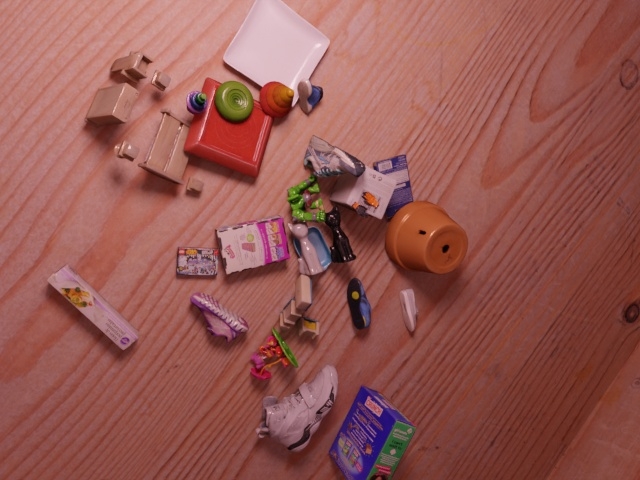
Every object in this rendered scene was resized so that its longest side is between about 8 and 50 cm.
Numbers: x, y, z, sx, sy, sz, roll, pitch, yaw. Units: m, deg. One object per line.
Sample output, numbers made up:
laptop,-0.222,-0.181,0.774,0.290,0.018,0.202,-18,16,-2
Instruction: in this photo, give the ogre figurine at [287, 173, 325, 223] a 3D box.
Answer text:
ogre figurine,-0.054,-0.143,1.508,0.118,0.097,0.196,-13,81,4

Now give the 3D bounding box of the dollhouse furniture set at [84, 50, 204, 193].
dollhouse furniture set,-0.517,-0.358,1.352,0.356,0.174,0.303,30,74,-51

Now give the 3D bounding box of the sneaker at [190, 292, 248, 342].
sneaker,-0.368,0.277,1.486,0.236,0.095,0.104,42,91,-22

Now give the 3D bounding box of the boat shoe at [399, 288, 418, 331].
boat shoe,0.380,0.290,1.779,0.063,0.066,0.184,-16,94,-16

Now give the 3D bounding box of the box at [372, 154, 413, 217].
box,0.291,-0.213,1.671,0.137,0.036,0.225,-17,105,-16

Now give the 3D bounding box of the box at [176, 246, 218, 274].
box,-0.423,0.072,1.461,0.137,0.027,0.093,2,97,-20

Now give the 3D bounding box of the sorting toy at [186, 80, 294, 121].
sorting toy,-0.226,-0.445,1.320,0.366,0.126,0.126,-13,101,-29

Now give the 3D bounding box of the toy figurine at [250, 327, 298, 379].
toy figurine,-0.194,0.440,1.574,0.159,0.130,0.173,-33,87,-2

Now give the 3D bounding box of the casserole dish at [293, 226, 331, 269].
casserole dish,-0.032,0.033,1.594,0.114,0.037,0.188,-30,109,-13

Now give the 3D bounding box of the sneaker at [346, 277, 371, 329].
sneaker,0.161,0.248,1.695,0.082,0.069,0.209,-15,96,-51

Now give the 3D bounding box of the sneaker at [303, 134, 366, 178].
sneaker,0.043,-0.259,1.461,0.110,0.283,0.122,19,104,-43

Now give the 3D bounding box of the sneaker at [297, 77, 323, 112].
sneaker,-0.031,-0.515,1.453,0.058,0.152,0.084,36,73,16

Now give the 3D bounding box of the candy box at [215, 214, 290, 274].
candy box,-0.238,0.012,1.496,0.234,0.071,0.159,-13,104,-18

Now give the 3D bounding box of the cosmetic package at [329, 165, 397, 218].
cosmetic package,0.152,-0.181,1.546,0.151,0.184,0.151,22,92,-22

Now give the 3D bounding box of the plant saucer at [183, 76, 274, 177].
plant saucer,-0.283,-0.370,1.390,0.259,0.048,0.258,19,82,-28

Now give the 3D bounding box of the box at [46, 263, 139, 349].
box,-0.720,0.215,1.356,0.063,0.067,0.324,-40,111,-9

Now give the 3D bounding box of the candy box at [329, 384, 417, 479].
candy box,0.199,0.789,1.680,0.122,0.268,0.317,27,89,-25

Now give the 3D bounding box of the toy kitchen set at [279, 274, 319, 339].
toy kitchen set,-0.045,0.251,1.572,0.166,0.122,0.207,20,131,-23

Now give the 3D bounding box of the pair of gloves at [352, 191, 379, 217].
pair of gloves,0.156,-0.122,1.453,0.074,0.010,0.083,43,86,-21

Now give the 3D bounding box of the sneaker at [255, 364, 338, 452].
sneaker,-0.089,0.623,1.616,0.210,0.137,0.365,28,92,-25

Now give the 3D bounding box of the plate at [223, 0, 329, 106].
plate,-0.147,-0.642,1.435,0.278,0.045,0.277,30,89,-22

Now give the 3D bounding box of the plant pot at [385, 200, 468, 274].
plant pot,0.429,0.004,1.651,0.291,0.203,0.290,-7,108,-21

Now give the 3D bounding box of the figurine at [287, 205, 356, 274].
figurine,0.000,0.000,1.543,0.215,0.092,0.209,-19,97,-16
